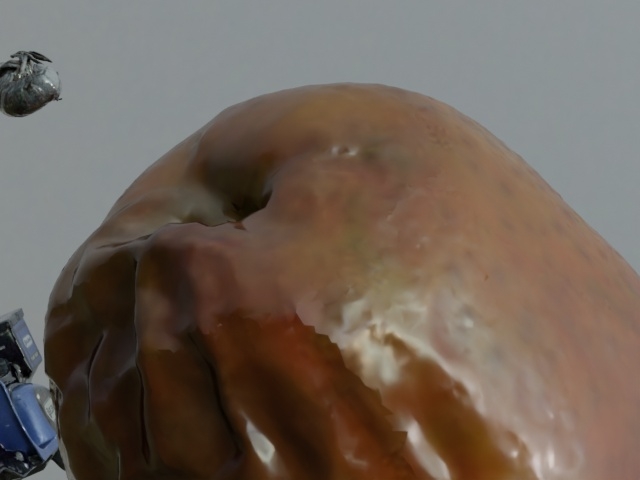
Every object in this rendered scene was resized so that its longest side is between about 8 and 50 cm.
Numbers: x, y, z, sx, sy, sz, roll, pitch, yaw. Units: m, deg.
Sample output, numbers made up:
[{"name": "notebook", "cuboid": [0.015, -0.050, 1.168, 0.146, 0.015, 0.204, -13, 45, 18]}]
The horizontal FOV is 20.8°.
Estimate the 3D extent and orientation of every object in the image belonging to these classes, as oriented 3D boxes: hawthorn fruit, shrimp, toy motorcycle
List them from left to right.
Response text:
[{"name": "toy motorcycle", "cuboid": [-0.364, 0.194, 1.900, 0.125, 0.213, 0.358, -25, 6, 4]}, {"name": "shrimp", "cuboid": [-0.271, -0.146, 1.597, 0.065, 0.165, 0.056, -37, -66, 2]}, {"name": "hawthorn fruit", "cuboid": [0.012, 0.119, 1.249, 0.471, 0.472, 0.472, 9, -28, 5]}]
